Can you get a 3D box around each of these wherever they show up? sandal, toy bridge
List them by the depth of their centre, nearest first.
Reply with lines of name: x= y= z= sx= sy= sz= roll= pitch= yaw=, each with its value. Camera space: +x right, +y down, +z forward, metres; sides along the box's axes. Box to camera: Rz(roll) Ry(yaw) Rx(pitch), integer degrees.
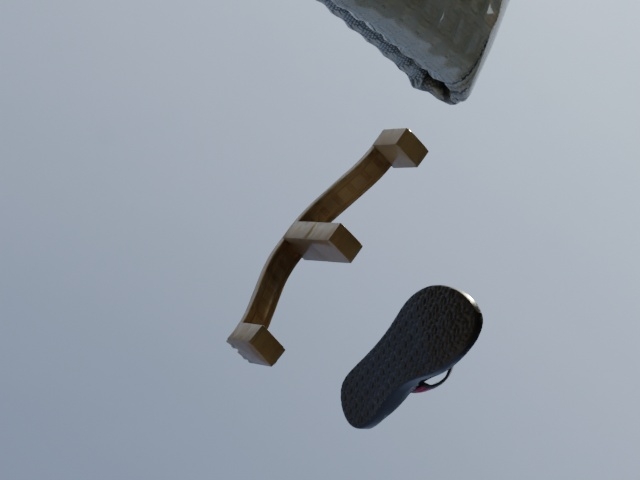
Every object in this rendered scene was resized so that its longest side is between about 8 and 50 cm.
toy bridge: x=0.000 y=0.000 z=1.109 sx=0.026 sy=0.063 sz=0.188 roll=46 pitch=-112 yaw=-24
sandal: x=0.075 y=0.090 z=1.321 sx=0.040 sy=0.179 sz=0.067 roll=5 pitch=-123 yaw=-31

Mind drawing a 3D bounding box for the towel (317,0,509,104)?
towel: x=0.040 y=-0.243 z=0.660 sx=0.056 sy=0.324 sz=0.312 roll=16 pitch=-97 yaw=31
